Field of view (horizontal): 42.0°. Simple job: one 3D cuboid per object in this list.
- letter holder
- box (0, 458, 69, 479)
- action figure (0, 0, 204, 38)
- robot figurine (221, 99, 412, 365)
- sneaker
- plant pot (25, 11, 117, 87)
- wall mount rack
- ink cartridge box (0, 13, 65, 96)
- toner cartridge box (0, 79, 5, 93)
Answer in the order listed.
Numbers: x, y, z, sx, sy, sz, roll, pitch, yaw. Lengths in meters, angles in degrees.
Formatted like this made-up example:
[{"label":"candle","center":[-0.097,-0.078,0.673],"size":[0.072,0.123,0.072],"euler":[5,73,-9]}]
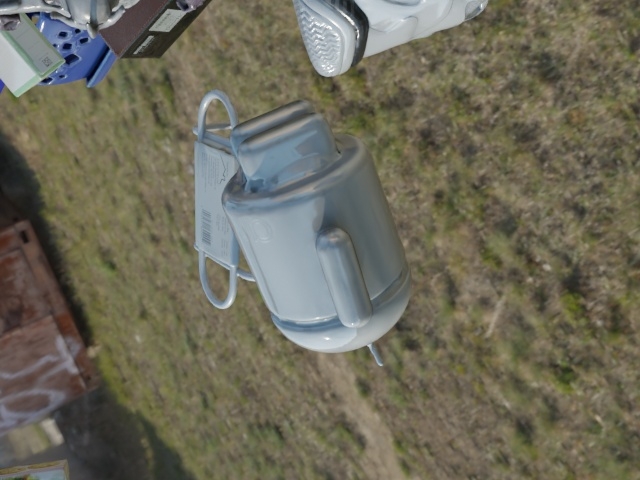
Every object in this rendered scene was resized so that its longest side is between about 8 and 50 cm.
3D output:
[{"label":"letter holder","center":[-0.324,-0.534,1.619],"size":[0.302,0.152,0.214],"euler":[-40,86,24]},{"label":"box","center":[-0.619,0.453,1.497],"size":[0.067,0.324,0.063],"euler":[-179,83,-80]},{"label":"action figure","center":[-0.160,-0.202,0.588],"size":[0.285,0.185,0.099],"euler":[-113,24,-53]},{"label":"robot figurine","center":[0.000,0.000,1.092],"size":[0.300,0.200,0.353],"euler":[-114,2,-66]},{"label":"sneaker","center":[0.062,-0.326,0.771],"size":[0.366,0.210,0.137],"euler":[78,176,-51]},{"label":"plant pot","center":[-0.556,-0.487,1.852],"size":[0.236,0.212,0.236],"euler":[-40,55,44]},{"label":"wall mount rack","center":[-0.088,-0.053,1.286],"size":[0.304,0.130,0.350],"euler":[25,119,47]},{"label":"ink cartridge box","center":[-0.493,-0.327,1.225],"size":[0.235,0.056,0.171],"euler":[52,156,-20]},{"label":"toner cartridge box","center":[-0.632,-0.306,1.242],"size":[0.165,0.075,0.348],"euler":[24,175,12]}]
